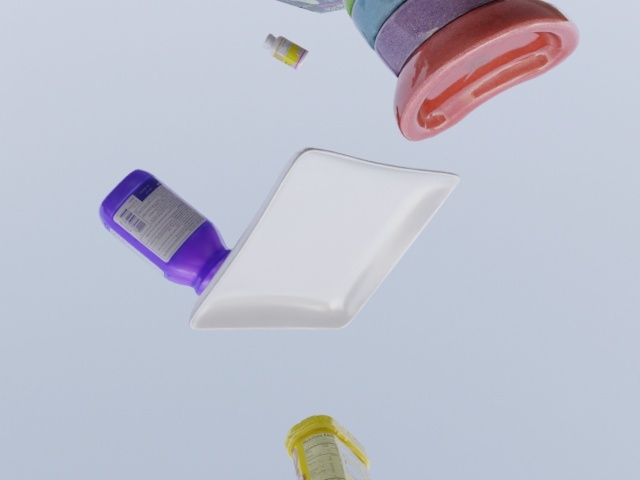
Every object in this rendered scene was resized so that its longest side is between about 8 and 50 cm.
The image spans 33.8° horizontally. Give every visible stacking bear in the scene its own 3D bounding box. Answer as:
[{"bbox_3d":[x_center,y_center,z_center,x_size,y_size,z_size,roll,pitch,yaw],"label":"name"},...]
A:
[{"bbox_3d":[0.077,-0.262,0.923,0.175,0.164,0.289,-29,-104,11],"label":"stacking bear"}]

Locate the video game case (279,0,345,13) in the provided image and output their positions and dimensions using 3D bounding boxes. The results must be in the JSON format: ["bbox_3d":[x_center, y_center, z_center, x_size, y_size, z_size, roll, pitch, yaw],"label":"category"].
[{"bbox_3d":[-0.020,-0.373,1.472,0.210,0.232,0.042,11,-92,-33],"label":"video game case"}]

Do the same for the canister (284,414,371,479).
[{"bbox_3d":[0.022,0.316,1.300,0.073,0.126,0.170,-32,-143,12],"label":"canister"}]

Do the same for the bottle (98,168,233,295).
[{"bbox_3d":[-0.220,0.008,1.696,0.283,0.092,0.118,38,-110,7],"label":"bottle"}]

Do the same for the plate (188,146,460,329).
[{"bbox_3d":[0.000,0.000,1.273,0.277,0.278,0.045,4,-140,-46],"label":"plate"}]

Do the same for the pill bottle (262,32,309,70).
[{"bbox_3d":[-0.066,-0.357,1.983,0.083,0.043,0.043,29,-132,-1],"label":"pill bottle"}]
